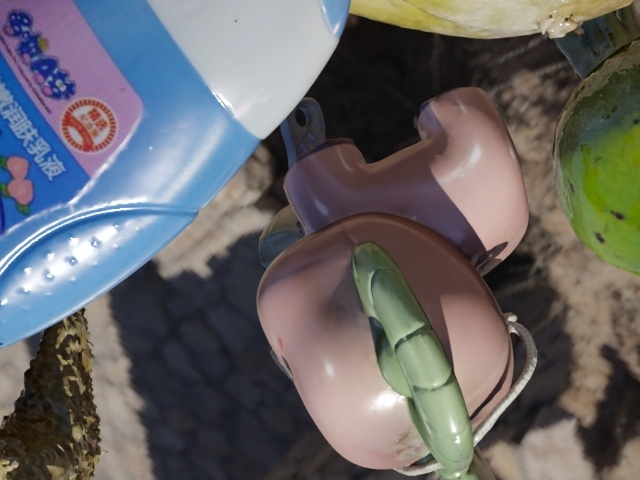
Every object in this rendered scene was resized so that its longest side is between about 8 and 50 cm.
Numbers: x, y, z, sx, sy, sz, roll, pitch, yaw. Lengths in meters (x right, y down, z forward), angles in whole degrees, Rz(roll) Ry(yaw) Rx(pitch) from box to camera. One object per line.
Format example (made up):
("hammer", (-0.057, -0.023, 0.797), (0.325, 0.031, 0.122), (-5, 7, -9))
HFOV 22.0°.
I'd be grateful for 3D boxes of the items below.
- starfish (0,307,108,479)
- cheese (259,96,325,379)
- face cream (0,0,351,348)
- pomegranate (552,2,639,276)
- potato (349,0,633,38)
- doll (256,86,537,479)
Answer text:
("starfish", (-0.156, 0.146, 0.595), (0.084, 0.301, 0.293), (5, 175, 12))
("cheese", (0.000, 0.000, 1.579), (0.082, 0.163, 0.286), (-19, 81, 42))
("face cream", (-0.104, -0.056, 0.639), (0.264, 0.083, 0.149), (-34, 91, 9))
("pomegranate", (0.339, -0.110, 1.598), (0.340, 0.260, 0.260), (59, 145, 25))
("potato", (0.084, -0.295, 1.056), (0.442, 0.385, 0.319), (9, 102, 17))
("doll", (0.075, 0.056, 1.140), (0.284, 0.216, 0.268), (61, -176, -62))
